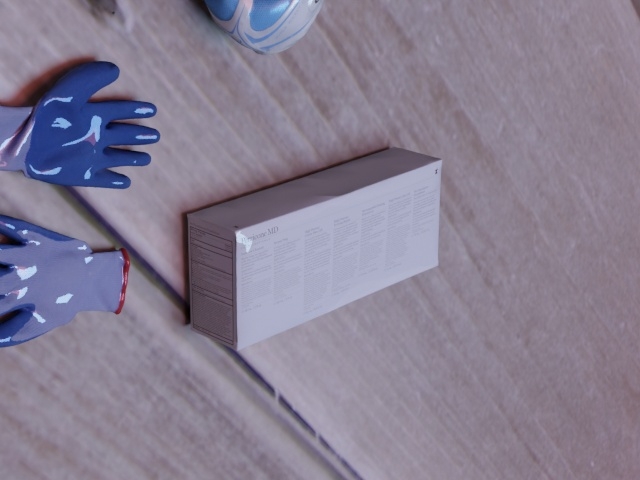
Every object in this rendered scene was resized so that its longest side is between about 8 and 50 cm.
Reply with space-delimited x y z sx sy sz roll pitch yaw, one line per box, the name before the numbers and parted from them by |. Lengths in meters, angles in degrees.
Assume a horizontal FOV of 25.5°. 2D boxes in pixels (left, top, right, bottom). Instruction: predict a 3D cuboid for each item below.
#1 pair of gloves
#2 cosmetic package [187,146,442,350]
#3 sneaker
pair of gloves | -0.180 -0.025 0.954 0.159 0.023 0.198 -2 107 -50
cosmetic package | 0.000 0.000 1.133 0.239 0.060 0.099 -20 121 -43
sneaker | -0.006 -0.248 1.011 0.086 0.085 0.237 38 74 -53
